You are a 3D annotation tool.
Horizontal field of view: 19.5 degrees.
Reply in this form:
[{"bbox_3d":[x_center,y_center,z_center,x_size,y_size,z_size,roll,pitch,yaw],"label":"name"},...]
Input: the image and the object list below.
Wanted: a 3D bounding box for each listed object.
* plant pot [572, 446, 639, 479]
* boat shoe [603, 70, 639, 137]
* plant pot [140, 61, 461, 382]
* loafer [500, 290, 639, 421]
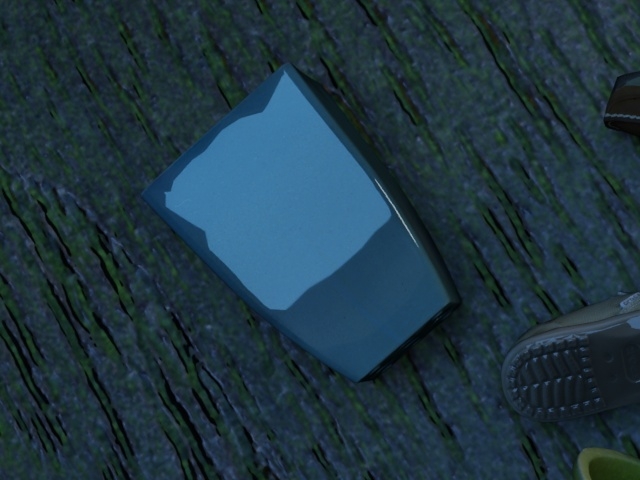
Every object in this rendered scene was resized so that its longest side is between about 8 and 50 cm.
[{"bbox_3d":[0.241,0.341,1.414,0.276,0.276,0.254,37,104,18],"label":"plant pot"},{"bbox_3d":[0.384,-0.057,1.493,0.324,0.122,0.120,15,89,18],"label":"boat shoe"},{"bbox_3d":[0.000,0.000,1.574,0.166,0.165,0.234,-41,81,6],"label":"plant pot"},{"bbox_3d":[0.276,0.079,1.514,0.269,0.092,0.102,-7,110,0],"label":"loafer"}]
